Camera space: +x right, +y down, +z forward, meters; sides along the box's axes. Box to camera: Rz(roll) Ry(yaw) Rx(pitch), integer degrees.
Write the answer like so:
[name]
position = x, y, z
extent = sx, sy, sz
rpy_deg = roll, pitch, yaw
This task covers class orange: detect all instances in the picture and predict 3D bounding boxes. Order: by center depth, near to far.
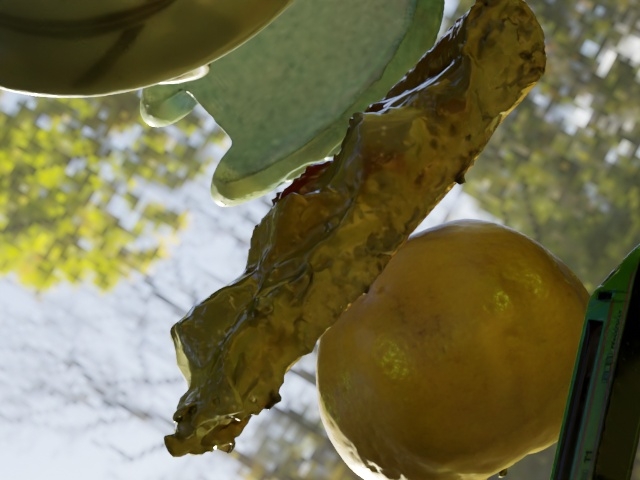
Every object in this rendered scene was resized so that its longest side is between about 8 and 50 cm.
[orange]
position = 0.124, 0.108, 1.807
extent = 0.279, 0.235, 0.279
rpy_deg = -28, -6, -3

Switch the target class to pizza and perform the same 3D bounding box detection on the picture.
[pizza]
position = 0.000, 0.000, 1.010
extent = 0.288, 0.075, 0.280
rpy_deg = -49, -1, -42

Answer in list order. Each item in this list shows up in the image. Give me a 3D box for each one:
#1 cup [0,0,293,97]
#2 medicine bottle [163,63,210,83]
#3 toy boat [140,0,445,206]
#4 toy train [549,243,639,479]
[cup]
position = -0.160, -0.280, 1.275
extent = 0.347, 0.347, 0.163
rpy_deg = -54, -22, -18
[medicine bottle]
position = -0.189, -0.344, 1.605
extent = 0.236, 0.235, 0.406
rpy_deg = 20, -108, -71
[toy boat]
position = -0.015, -0.183, 1.974
extent = 0.330, 0.215, 0.123
rpy_deg = -45, -23, 1
[toy train]
position = 0.187, 0.101, 1.286
extent = 0.044, 0.042, 0.209
rpy_deg = 26, -107, -44
